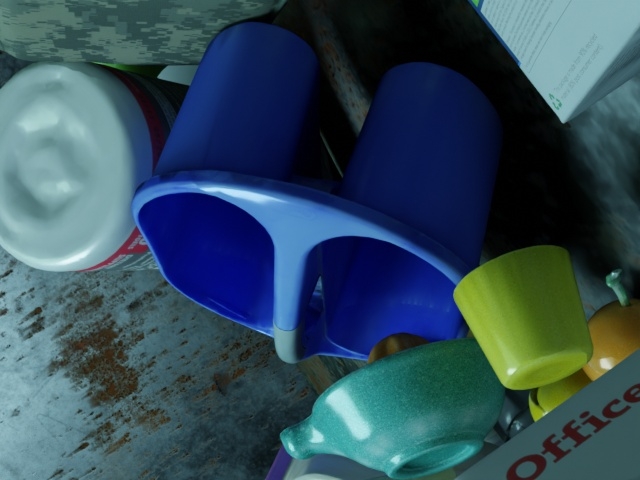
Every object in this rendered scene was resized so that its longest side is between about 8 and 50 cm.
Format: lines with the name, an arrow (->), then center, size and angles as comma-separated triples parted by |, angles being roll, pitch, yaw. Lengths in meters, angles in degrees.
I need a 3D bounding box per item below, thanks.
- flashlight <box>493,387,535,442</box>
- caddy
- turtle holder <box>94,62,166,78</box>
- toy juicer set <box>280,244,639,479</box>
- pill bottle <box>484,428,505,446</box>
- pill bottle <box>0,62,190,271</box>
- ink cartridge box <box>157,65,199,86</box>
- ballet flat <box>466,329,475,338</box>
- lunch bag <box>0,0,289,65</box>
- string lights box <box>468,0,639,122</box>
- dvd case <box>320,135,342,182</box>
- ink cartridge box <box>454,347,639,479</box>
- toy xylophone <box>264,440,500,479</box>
flashlight -> 0.227, 0.202, 0.797 | 0.304, 0.103, 0.103 | 50, 169, 31
caddy -> 0.000, 0.000, 0.762 | 0.241, 0.179, 0.341 | 15, 161, 7
turtle holder -> -0.236, -0.312, 0.990 | 0.243, 0.227, 0.320 | 56, 173, 38
toy juicer set -> 0.089, 0.107, 0.711 | 0.329, 0.209, 0.090 | -42, 55, 38
pill bottle -> 0.191, 0.231, 1.009 | 0.215, 0.117, 0.117 | 59, 169, -13
pill bottle -> -0.145, -0.060, 0.979 | 0.176, 0.176, 0.318 | 53, -158, 18
ink cartridge box -> -0.149, -0.215, 1.197 | 0.127, 0.128, 0.176 | 60, 169, -14
ballet flat -> 0.090, 0.028, 0.986 | 0.232, 0.073, 0.080 | 51, 171, 27
lunch bag -> -0.125, -0.268, 0.706 | 0.305, 0.212, 0.256 | 173, 96, -79
string lights box -> 0.066, -0.190, 0.433 | 0.260, 0.076, 0.133 | 55, 169, 10
dvd case -> -0.017, -0.099, 1.074 | 0.165, 0.018, 0.221 | -89, -27, -61
ink cartridge box -> 0.209, 0.137, 0.393 | 0.117, 0.207, 0.283 | 62, 168, -24
toy xylophone -> 0.099, 0.237, 0.845 | 0.322, 0.236, 0.081 | 24, 119, 13
